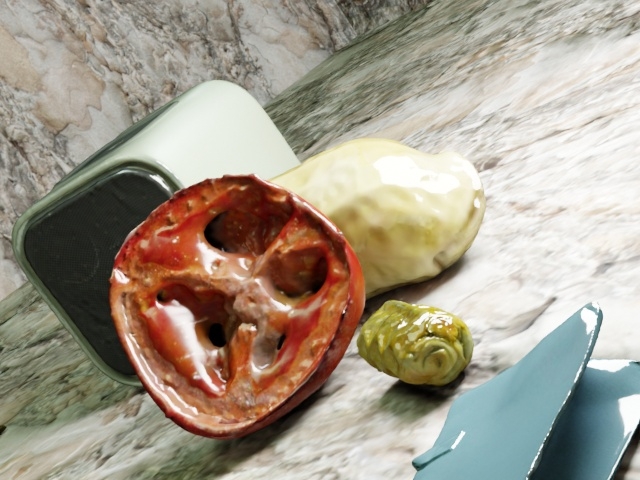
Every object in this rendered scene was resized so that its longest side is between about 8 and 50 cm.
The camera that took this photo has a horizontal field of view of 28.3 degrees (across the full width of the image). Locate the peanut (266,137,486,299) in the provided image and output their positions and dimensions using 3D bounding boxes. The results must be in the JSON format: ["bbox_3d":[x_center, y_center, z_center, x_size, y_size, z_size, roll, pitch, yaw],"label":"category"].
[{"bbox_3d":[0.000,-0.003,1.220,0.340,0.158,0.174,-30,9,21],"label":"peanut"}]

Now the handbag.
[{"bbox_3d":[0.091,0.136,0.692,0.144,0.057,0.221,-34,11,39],"label":"handbag"}]

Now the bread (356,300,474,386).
[{"bbox_3d":[0.073,0.077,0.945,0.066,0.060,0.110,-9,4,-17],"label":"bread"}]

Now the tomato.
[{"bbox_3d":[-0.064,0.061,1.108,0.228,0.228,0.101,-32,-21,13],"label":"tomato"}]

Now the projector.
[{"bbox_3d":[-0.169,-0.012,1.484,0.248,0.248,0.249,-28,14,29],"label":"projector"}]

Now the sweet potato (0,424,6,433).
[{"bbox_3d":[-0.466,0.279,1.666,0.041,0.038,0.153,-7,12,17],"label":"sweet potato"}]
